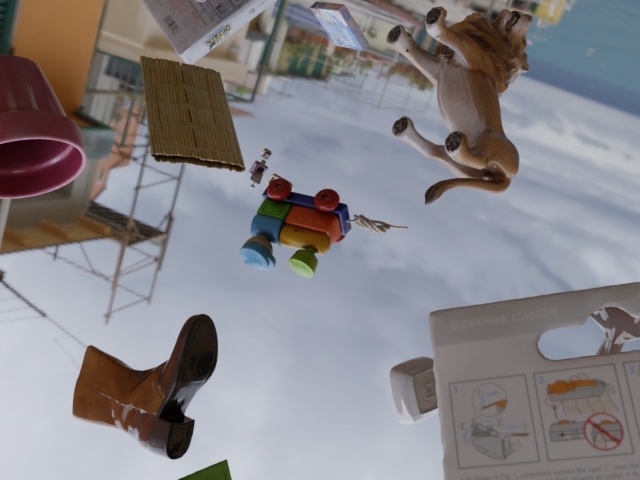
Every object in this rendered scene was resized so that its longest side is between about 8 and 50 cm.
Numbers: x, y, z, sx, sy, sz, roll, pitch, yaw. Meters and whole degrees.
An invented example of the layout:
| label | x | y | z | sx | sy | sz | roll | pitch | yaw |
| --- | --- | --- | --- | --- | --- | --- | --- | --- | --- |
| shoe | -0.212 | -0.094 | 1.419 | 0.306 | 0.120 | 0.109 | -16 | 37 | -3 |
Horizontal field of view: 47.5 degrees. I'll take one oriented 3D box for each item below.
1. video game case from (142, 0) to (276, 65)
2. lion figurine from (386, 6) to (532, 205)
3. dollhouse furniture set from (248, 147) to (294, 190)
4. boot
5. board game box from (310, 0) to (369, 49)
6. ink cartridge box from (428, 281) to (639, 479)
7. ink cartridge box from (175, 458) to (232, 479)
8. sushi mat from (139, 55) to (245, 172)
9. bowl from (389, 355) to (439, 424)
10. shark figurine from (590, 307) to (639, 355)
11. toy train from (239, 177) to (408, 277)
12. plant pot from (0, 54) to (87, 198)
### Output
| label | x | y | z | sx | sy | sz | roll | pitch | yaw |
| --- | --- | --- | --- | --- | --- | --- | --- | --- | --- |
| video game case | -0.246 | -0.533 | 1.496 | 0.269 | 0.244 | 0.061 | 56 | -174 | 19 |
| lion figurine | 0.219 | -0.187 | 1.047 | 0.240 | 0.392 | 0.142 | 25 | 149 | -38 |
| dollhouse furniture set | -0.111 | -0.144 | 1.726 | 0.114 | 0.091 | 0.081 | 29 | -140 | -13 |
| boot | -0.330 | 0.241 | 1.353 | 0.280 | 0.264 | 0.096 | 11 | -179 | 36 |
| board game box | 0.033 | -0.381 | 1.292 | 0.090 | 0.020 | 0.090 | 27 | 163 | 51 |
| ink cartridge box | 0.258 | 0.228 | 0.573 | 0.308 | 0.385 | 0.091 | -10 | 154 | 14 |
| ink cartridge box | -0.209 | 0.478 | 1.162 | 0.255 | 0.189 | 0.097 | -12 | 175 | -42 |
| sushi mat | -0.219 | -0.217 | 1.216 | 0.151 | 0.019 | 0.316 | 6 | -142 | -22 |
| bowl | 0.230 | 0.342 | 1.659 | 0.142 | 0.142 | 0.053 | -10 | 179 | -38 |
| shark figurine | 0.243 | 0.189 | 0.679 | 0.116 | 0.278 | 0.166 | 39 | -178 | 41 |
| toy train | 0.000 | 0.000 | 1.175 | 0.248 | 0.105 | 0.143 | 14 | -124 | 21 |
| plant pot | -0.503 | -0.193 | 1.195 | 0.201 | 0.201 | 0.180 | 1 | -116 | -47 |
